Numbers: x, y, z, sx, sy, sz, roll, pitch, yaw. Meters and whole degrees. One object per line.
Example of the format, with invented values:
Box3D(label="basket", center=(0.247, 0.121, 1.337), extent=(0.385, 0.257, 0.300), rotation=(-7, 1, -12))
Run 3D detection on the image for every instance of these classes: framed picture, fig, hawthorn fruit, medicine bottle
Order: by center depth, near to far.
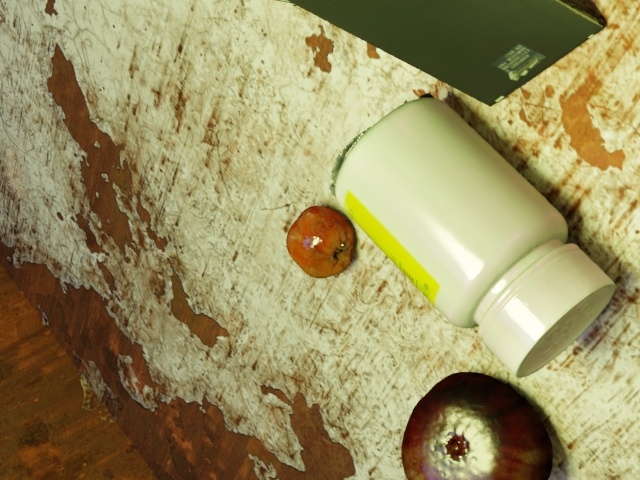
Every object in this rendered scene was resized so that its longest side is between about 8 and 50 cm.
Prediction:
Box3D(label="framed picture", center=(0.148, -0.293, 1.594), extent=(0.339, 0.014, 0.255), rotation=(25, 152, -18))
Box3D(label="medicine bottle", center=(0.208, -0.009, 1.736), extent=(0.378, 0.214, 0.213), rotation=(47, 145, 22))
Box3D(label="fig", center=(0.245, 0.320, 1.959), extent=(0.235, 0.214, 0.234), rotation=(-6, 82, 53))
Box3D(label="hawthorn fruit", center=(0.000, 0.000, 2.126), extent=(0.128, 0.128, 0.128), rotation=(33, 138, 36))

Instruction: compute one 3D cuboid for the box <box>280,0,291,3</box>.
Box3D(label="box", center=(0.003, -0.448, 1.778), extent=(0.225, 0.117, 0.224), rotation=(20, 129, 46))
